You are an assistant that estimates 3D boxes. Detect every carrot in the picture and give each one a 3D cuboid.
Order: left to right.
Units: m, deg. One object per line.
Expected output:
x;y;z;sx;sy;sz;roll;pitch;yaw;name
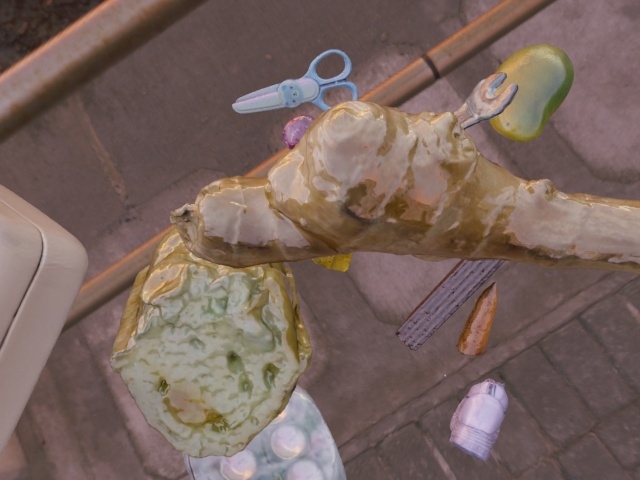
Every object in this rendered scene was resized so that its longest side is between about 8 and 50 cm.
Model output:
0.400;0.191;1.503;0.072;0.072;0.205;20;115;15;carrot

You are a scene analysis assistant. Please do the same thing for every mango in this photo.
0.330;-0.243;0.978;0.122;0.085;0.191;29;65;26;mango

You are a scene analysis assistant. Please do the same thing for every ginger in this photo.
0.071;-0.019;0.371;0.333;0.148;0.081;7;48;-1;ginger

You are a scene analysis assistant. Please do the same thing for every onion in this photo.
-0.051;-0.298;1.702;0.115;0.115;0.104;-37;45;2;onion

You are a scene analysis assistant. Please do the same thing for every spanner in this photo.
0.101;-0.094;0.714;0.302;0.017;0.071;-36;34;32;spanner

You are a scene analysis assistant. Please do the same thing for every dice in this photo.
-0.138;0.558;1.455;0.330;0.348;0.328;-20;56;-17;dice

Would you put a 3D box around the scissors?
-0.056;-0.298;1.222;0.256;0.030;0.125;-11;113;10;scissors

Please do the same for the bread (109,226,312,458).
-0.117;0.085;0.693;0.196;0.252;0.239;-22;119;3;bread

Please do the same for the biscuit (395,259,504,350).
0.329;0.115;1.477;0.073;0.107;0.388;43;116;8;biscuit

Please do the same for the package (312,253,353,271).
0.000;0.000;1.102;0.047;0.071;0.131;-25;63;-28;package

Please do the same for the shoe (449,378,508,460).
0.313;0.325;1.165;0.095;0.245;0.138;25;92;18;shoe

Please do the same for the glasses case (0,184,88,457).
-0.275;0.122;0.378;0.144;0.076;0.336;26;91;31;glasses case
